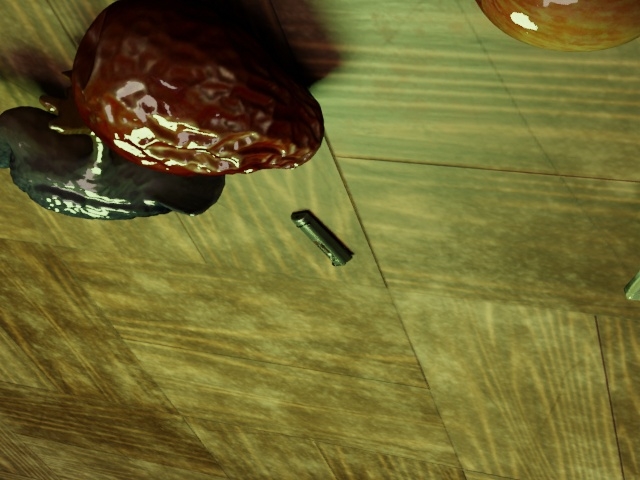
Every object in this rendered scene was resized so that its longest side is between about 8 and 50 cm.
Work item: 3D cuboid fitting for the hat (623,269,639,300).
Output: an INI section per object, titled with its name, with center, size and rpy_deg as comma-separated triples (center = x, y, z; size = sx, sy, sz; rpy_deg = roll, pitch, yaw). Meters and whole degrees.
[hat]
center = 0.418, 0.029, 1.055
size = 0.258, 0.168, 0.301
rpy_deg = 32, 175, 5

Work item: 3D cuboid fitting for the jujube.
[jujube]
center = -0.111, -0.135, 1.102
size = 0.236, 0.168, 0.168
rpy_deg = 18, 153, -25

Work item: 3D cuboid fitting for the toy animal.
[toy animal]
center = -0.252, -0.098, 1.267
size = 0.298, 0.122, 0.185
rpy_deg = 21, 140, -14

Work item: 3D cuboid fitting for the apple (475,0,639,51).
[apple]
center = 0.175, -0.200, 0.814
size = 0.131, 0.146, 0.146
rpy_deg = 5, 152, -11

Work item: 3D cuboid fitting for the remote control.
[remote control]
center = 0.000, 0.000, 1.364
size = 0.034, 0.016, 0.091
rpy_deg = -5, 140, 45
